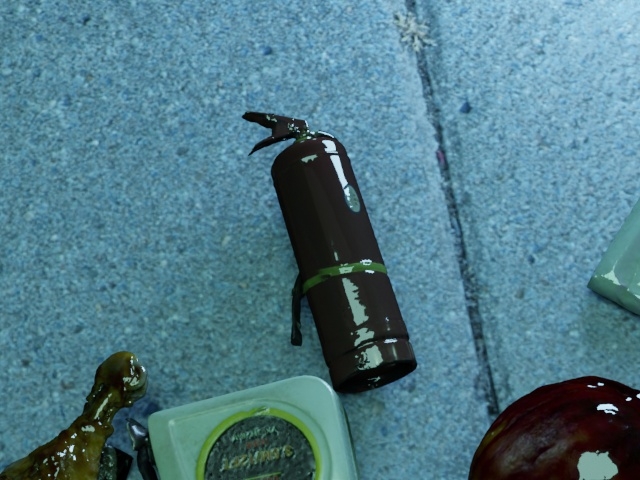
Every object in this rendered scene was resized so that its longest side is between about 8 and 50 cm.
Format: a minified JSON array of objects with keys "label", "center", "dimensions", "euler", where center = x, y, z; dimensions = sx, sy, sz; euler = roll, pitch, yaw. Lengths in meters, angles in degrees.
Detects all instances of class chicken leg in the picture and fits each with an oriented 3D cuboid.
[{"label":"chicken leg","center":[-0.255,0.223,1.245],"dimensions":[0.107,0.087,0.251],"euler":[26,64,16]}]

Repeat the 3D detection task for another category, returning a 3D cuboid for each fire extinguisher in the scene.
[{"label":"fire extinguisher","center":[0.000,0.000,1.366],"dimensions":[0.141,0.105,0.341],"euler":[-6,66,-28]}]

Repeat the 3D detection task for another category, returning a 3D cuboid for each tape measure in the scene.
[{"label":"tape measure","center":[-0.076,0.262,1.264],"dimensions":[0.235,0.115,0.207],"euler":[-15,65,6]}]

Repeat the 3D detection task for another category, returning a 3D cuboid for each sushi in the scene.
[{"label":"sushi","center":[-0.257,0.254,1.303],"dimensions":[0.084,0.056,0.083],"euler":[21,69,11]}]

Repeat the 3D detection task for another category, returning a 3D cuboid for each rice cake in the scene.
[{"label":"rice cake","center":[0.392,-0.018,1.391],"dimensions":[0.080,0.042,0.222],"euler":[28,70,16]}]

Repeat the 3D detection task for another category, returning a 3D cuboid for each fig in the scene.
[{"label":"fig","center":[0.259,0.244,1.191],"dimensions":[0.263,0.224,0.224],"euler":[-27,67,-1]}]
